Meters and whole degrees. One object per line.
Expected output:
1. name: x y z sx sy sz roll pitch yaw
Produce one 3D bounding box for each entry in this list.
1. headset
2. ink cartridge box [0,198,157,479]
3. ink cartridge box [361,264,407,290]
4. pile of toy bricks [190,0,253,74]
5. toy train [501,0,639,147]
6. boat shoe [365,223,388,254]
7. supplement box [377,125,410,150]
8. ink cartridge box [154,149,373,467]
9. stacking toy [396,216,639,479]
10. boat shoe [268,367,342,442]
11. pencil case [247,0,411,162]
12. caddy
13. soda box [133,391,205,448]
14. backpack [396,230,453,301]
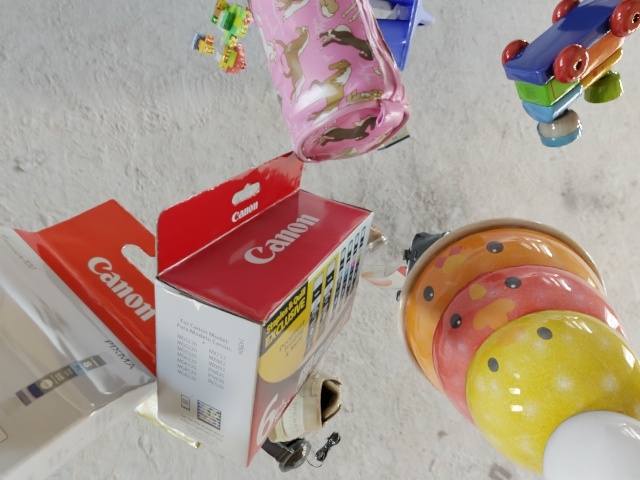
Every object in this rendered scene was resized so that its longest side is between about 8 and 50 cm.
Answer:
1. headset: -0.101 0.683 1.602 0.185 0.243 0.394 -47 119 -2
2. ink cartridge box: -0.319 0.078 0.536 0.308 0.091 0.385 39 43 14
3. ink cartridge box: 0.228 0.113 1.296 0.145 0.179 0.045 34 65 -51
4. pile of toy bricks: -0.163 -0.417 0.841 0.118 0.212 0.105 -9 45 -49
5. toy train: 0.364 -0.244 0.582 0.248 0.105 0.143 -39 126 -2
6. boat shoe: 0.198 -0.017 1.835 0.123 0.324 0.116 -33 88 -4
7. supplement box: 0.186 -0.303 1.242 0.083 0.056 0.083 -28 101 -12
8. ink cartridge box: -0.052 0.053 0.565 0.130 0.271 0.309 19 30 18
9. stacking toy: 0.297 0.174 0.588 0.351 0.480 0.350 1 103 3
10. boat shoe: -0.006 0.293 0.826 0.098 0.302 0.109 -8 80 12
11. pencil case: -0.006 -0.294 0.603 0.160 0.167 0.386 -14 79 -7
12. caddy: 0.183 -0.536 1.077 0.179 0.341 0.241 11 114 4
13. soda box: -0.261 0.313 0.826 0.181 0.061 0.058 13 82 30
14. backpack: 0.323 0.094 0.988 0.254 0.191 0.225 11 84 -37
